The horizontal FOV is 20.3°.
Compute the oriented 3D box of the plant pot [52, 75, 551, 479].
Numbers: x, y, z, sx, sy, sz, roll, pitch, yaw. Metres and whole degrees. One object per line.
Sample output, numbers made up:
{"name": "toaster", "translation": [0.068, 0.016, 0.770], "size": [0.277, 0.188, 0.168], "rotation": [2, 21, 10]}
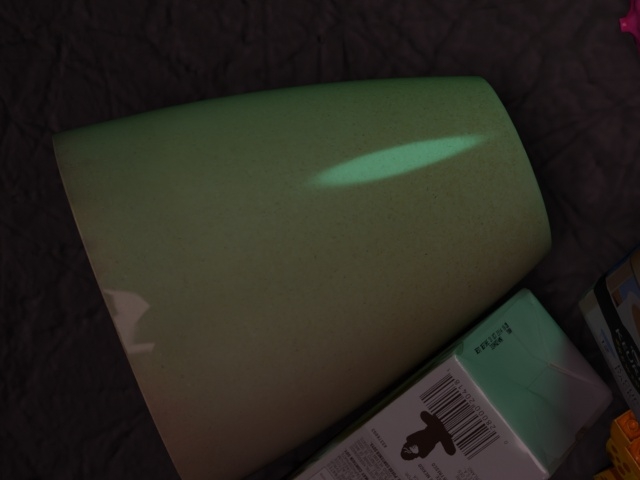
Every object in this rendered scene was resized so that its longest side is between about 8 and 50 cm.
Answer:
{"name": "plant pot", "translation": [0.000, 0.000, 1.162], "size": [0.274, 0.256, 0.257], "rotation": [-22, 90, -2]}

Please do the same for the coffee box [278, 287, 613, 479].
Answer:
{"name": "coffee box", "translation": [0.055, 0.154, 1.167], "size": [0.246, 0.141, 0.098], "rotation": [-41, 85, 30]}

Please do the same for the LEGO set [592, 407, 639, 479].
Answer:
{"name": "LEGO set", "translation": [0.239, 0.163, 1.194], "size": [0.087, 0.093, 0.227], "rotation": [-29, 82, -18]}

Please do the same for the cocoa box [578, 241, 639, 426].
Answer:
{"name": "cocoa box", "translation": [0.341, 0.121, 1.037], "size": [0.231, 0.228, 0.347], "rotation": [-24, 81, -5]}

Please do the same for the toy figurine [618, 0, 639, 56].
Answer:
{"name": "toy figurine", "translation": [0.276, -0.161, 1.155], "size": [0.173, 0.130, 0.159], "rotation": [38, 117, -17]}
